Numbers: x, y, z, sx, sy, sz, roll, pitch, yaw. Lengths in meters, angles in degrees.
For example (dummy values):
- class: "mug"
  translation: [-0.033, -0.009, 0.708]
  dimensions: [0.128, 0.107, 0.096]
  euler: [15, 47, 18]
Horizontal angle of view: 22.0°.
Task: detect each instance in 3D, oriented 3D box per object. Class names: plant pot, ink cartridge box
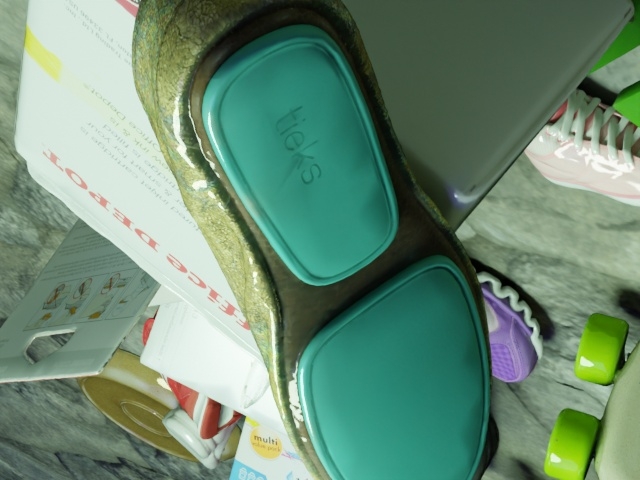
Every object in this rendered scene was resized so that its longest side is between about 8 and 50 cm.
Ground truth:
- class: "plant pot"
  translation: [-0.200, 0.203, 1.970]
  dimensions: [0.236, 0.032, 0.236]
  euler: [24, 155, 12]
- class: "ink cartridge box"
  translation: [-0.155, 0.033, 1.329]
  dimensions: [0.060, 0.239, 0.275]
  euler: [42, 154, -22]
- class: "ink cartridge box"
  translation: [-0.014, 0.173, 1.560]
  dimensions: [0.104, 0.061, 0.181]
  euler: [24, 123, 14]
- class: "ink cartridge box"
  translation: [-0.027, -0.093, 0.990]
  dimensions: [0.279, 0.160, 0.384]
  euler: [40, 156, 3]

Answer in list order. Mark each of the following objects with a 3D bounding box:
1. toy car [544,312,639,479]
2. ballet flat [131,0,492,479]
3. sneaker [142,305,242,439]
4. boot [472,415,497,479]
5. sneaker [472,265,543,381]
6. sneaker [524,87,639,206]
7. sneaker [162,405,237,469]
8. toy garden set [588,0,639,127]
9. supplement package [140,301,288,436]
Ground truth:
- class: "toy car"
  translation: [0.262, 0.151, 1.236]
  dimensions: [0.155, 0.149, 0.188]
  euler: [16, 165, 15]
- class: "ballet flat"
  translation: [0.000, 0.000, 0.792]
  dimensions: [0.123, 0.123, 0.348]
  euler: [14, 144, 32]
- class: "sneaker"
  translation: [-0.124, 0.091, 1.601]
  dimensions: [0.128, 0.087, 0.221]
  euler: [43, 139, 22]
- class: "boot"
  translation: [0.061, 0.215, 1.463]
  dimensions: [0.118, 0.222, 0.338]
  euler: [20, 154, 19]
- class: "sneaker"
  translation: [0.069, 0.051, 1.281]
  dimensions: [0.236, 0.104, 0.095]
  euler: [38, 153, -20]
- class: "sneaker"
  translation: [0.174, -0.061, 1.007]
  dimensions: [0.134, 0.051, 0.070]
  euler: [10, 155, 46]
- class: "sneaker"
  translation: [-0.115, 0.190, 1.786]
  dimensions: [0.080, 0.094, 0.212]
  euler: [42, 170, 0]
- class: "toy garden set"
  translation: [0.259, -0.085, 0.873]
  dimensions: [0.244, 0.049, 0.204]
  euler: [36, 158, -11]
- class: "supplement package"
  translation: [-0.046, 0.084, 1.427]
  dimensions: [0.179, 0.105, 0.105]
  euler: [25, 115, 9]
